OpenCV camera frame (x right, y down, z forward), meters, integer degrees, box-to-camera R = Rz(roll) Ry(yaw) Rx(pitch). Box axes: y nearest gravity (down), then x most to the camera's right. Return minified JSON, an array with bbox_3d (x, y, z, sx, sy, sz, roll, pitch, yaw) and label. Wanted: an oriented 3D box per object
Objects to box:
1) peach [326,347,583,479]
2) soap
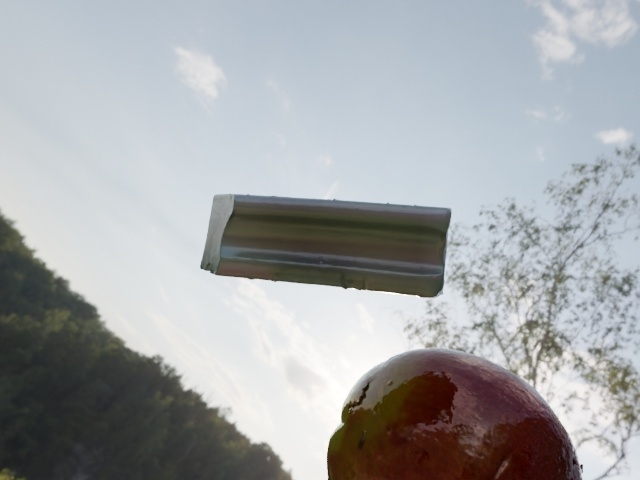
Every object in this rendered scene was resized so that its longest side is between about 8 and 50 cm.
[{"bbox_3d":[0.195,0.347,0.788,0.370,0.370,0.370,31,-31,21],"label":"peach"},{"bbox_3d":[0.000,0.000,0.725,0.347,0.115,0.208,5,0,13],"label":"soap"}]
